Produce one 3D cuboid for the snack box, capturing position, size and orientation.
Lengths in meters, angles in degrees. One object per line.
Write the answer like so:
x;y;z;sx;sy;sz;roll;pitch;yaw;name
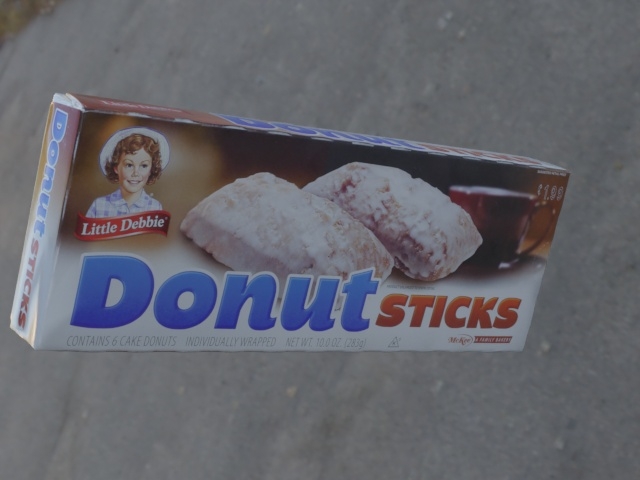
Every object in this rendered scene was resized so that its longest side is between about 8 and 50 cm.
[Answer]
0.000;0.000;0.378;0.022;0.178;0.064;28;108;49;snack box
